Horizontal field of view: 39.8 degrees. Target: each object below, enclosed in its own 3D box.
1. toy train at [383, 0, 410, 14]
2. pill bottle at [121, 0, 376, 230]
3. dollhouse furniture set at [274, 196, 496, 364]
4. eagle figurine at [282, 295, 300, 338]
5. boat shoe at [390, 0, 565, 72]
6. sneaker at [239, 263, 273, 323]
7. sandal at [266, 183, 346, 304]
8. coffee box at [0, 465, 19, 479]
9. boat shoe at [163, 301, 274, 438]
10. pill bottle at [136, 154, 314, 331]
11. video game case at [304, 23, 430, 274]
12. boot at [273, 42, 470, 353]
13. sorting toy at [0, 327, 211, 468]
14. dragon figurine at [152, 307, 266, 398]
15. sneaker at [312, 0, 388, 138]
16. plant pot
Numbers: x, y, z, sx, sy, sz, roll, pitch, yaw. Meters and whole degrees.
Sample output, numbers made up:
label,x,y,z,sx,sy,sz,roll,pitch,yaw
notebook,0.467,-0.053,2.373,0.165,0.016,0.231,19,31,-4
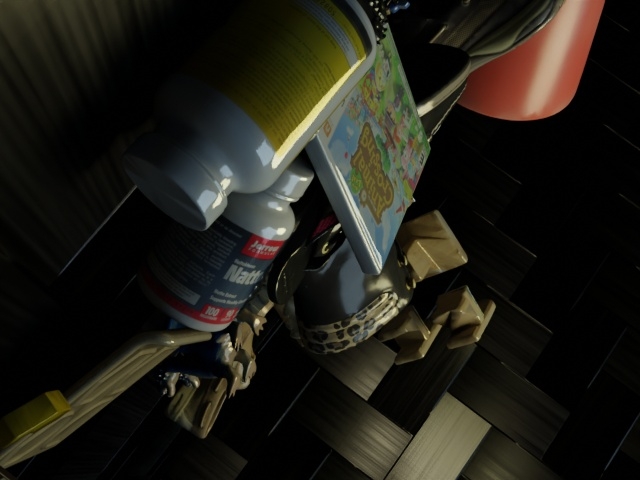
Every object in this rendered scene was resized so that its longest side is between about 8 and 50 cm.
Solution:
label,x,y,z,sx,sy,sz,roll,pitch,yaw
toy train,0.058,-0.240,1.017,0.158,0.036,0.027,-54,175,7
pill bottle,-0.050,-0.098,0.616,0.184,0.103,0.103,-51,175,-21
dollhouse furniture set,0.117,0.038,1.799,0.394,0.362,0.256,-25,-165,37
eagle figurine,-0.004,0.030,1.479,0.298,0.225,0.226,-62,-177,-13
boat shoe,0.163,-0.278,1.215,0.355,0.130,0.132,-33,-169,30
sneaker,-0.088,0.029,1.293,0.235,0.090,0.095,-52,-175,4
sandal,0.000,0.000,0.908,0.067,0.040,0.179,82,28,-43
coffee box,-0.243,0.165,0.448,0.098,0.141,0.246,-53,176,-5
boat shoe,-0.178,0.244,1.753,0.341,0.110,0.121,-55,175,19
pill bottle,-0.088,-0.012,0.845,0.180,0.108,0.108,-55,175,19
video game case,0.053,-0.104,0.909,0.193,0.023,0.212,-65,145,-34
boot,0.067,-0.054,1.126,0.377,0.138,0.284,-46,141,-30
sorting toy,-0.222,0.137,0.775,0.229,0.041,0.307,-34,175,0
dragon figurine,-0.159,0.121,1.220,0.085,0.144,0.289,-44,151,-52
sneaker,-0.011,-0.164,0.767,0.086,0.085,0.237,-4,-137,39
plant pot,0.300,-0.358,1.321,0.275,0.275,0.243,-49,164,-39
